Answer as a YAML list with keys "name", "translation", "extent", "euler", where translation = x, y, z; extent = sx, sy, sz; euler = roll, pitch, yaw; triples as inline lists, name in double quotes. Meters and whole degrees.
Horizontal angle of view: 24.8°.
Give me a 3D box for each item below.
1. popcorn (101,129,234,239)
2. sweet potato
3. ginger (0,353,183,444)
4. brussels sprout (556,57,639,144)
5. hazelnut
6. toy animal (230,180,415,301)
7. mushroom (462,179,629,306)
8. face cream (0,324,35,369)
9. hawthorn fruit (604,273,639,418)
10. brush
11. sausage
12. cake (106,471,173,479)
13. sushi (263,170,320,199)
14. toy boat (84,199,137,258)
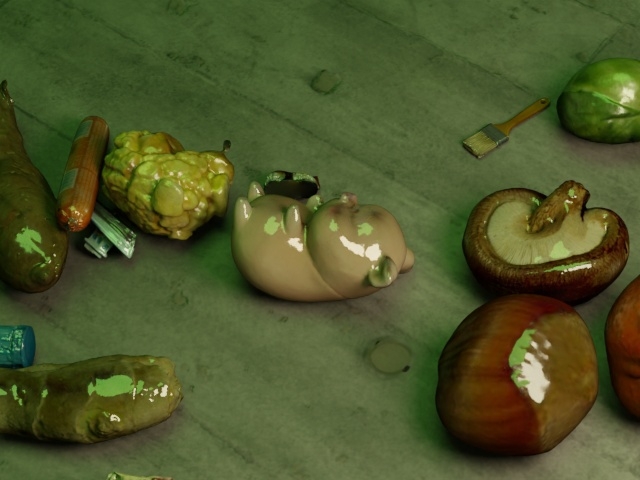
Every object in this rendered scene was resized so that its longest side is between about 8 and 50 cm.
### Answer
- name: "popcorn"
  translation: [-0.227, -0.074, 2.106]
  extent: [0.194, 0.140, 0.163]
  euler: [14, 43, 4]
- name: "sweet potato"
  translation: [-0.449, -0.068, 2.122]
  extent: [0.131, 0.130, 0.422]
  euler: [-15, 46, -9]
- name: "ginger"
  translation: [-0.310, 0.207, 1.886]
  extent: [0.263, 0.109, 0.116]
  euler: [-3, 76, 2]
- name: "brussels sprout"
  translation: [0.445, -0.203, 2.169]
  extent: [0.183, 0.145, 0.131]
  euler: [0, 76, 11]
- name: "hazelnut"
  translation: [0.252, 0.174, 1.841]
  extent: [0.186, 0.210, 0.210]
  euler: [20, 50, -10]
- name: "toy animal"
  translation: [-0.002, 0.010, 2.002]
  extent: [0.250, 0.154, 0.166]
  euler: [7, 28, 15]
- name: "mushroom"
  translation: [0.307, 0.018, 1.999]
  extent: [0.231, 0.138, 0.194]
  euler: [24, 68, 36]
- name: "face cream"
  translation: [-0.558, 0.141, 1.975]
  extent: [0.337, 0.080, 0.163]
  euler: [2, 49, 6]
- name: "hawthorn fruit"
  translation: [0.483, 0.114, 1.856]
  extent: [0.224, 0.224, 0.261]
  euler: [17, 33, 18]
- name: "brush"
  translation: [0.291, -0.178, 2.234]
  extent: [0.170, 0.014, 0.043]
  euler: [-33, 57, -23]
- name: "sausage"
  translation: [-0.347, -0.101, 2.124]
  extent: [0.053, 0.053, 0.348]
  euler: [-4, 29, 0]
- name: "cake"
  translation: [-0.239, 0.388, 1.770]
  extent: [0.086, 0.117, 0.220]
  euler: [12, 84, 17]
- name: "sushi"
  translation: [-0.042, -0.081, 2.165]
  extent: [0.083, 0.044, 0.046]
  euler: [3, 28, 4]
- name: "toy boat"
  translation: [-0.318, -0.013, 2.111]
  extent: [0.140, 0.059, 0.066]
  euler: [38, 90, 31]
